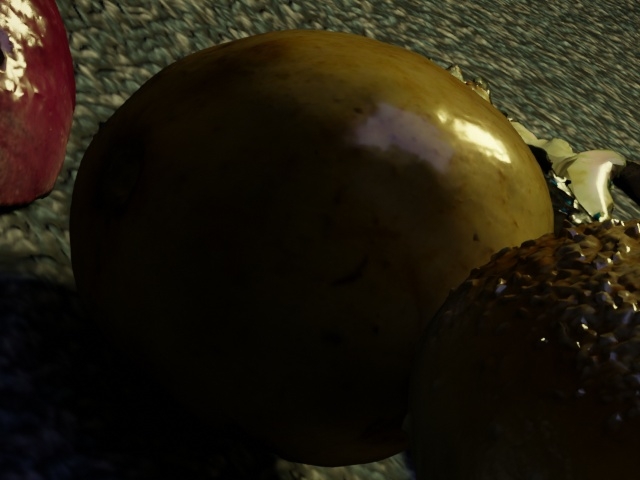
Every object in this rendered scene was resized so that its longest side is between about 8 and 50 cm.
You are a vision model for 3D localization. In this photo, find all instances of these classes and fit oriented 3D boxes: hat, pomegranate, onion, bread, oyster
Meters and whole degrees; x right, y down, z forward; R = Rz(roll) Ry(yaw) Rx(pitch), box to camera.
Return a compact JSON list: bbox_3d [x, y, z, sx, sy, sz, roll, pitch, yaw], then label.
[{"bbox_3d":[0.338,-0.063,1.972,0.087,0.042,0.058,9,4,29],"label":"hat"},{"bbox_3d":[0.000,0.000,1.009,0.260,0.260,0.260,32,22,-14],"label":"pomegranate"},{"bbox_3d":[-0.242,-0.140,1.119,0.250,0.111,0.247,32,20,-19],"label":"onion"},{"bbox_3d":[0.187,0.102,0.833,0.306,0.158,0.305,26,24,-13],"label":"bread"},{"bbox_3d":[0.183,-0.073,1.683,0.260,0.092,0.198,38,19,29],"label":"oyster"}]
